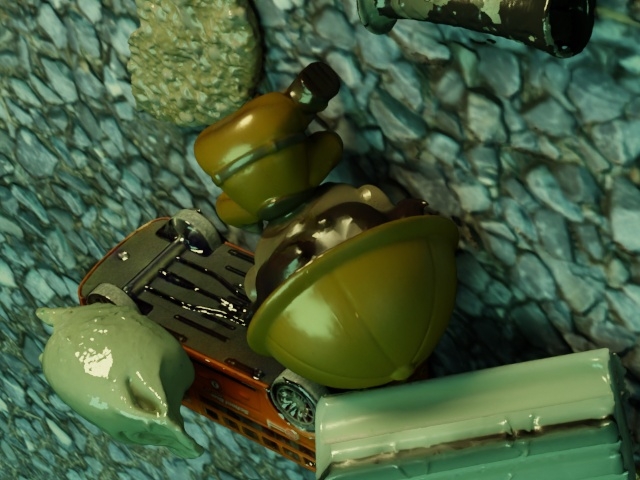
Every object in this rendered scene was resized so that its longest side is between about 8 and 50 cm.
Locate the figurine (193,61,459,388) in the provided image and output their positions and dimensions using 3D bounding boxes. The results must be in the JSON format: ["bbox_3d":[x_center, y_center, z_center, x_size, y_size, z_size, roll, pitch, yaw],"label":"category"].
[{"bbox_3d":[-0.002,0.002,1.317,0.192,0.167,0.257,-35,97,29],"label":"figurine"}]

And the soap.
[{"bbox_3d":[0.130,0.180,1.336,0.261,0.094,0.150,-11,133,11],"label":"soap"}]

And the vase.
[{"bbox_3d":[0.104,-0.163,1.127,0.167,0.059,0.059,14,136,39],"label":"vase"}]

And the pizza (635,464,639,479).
[{"bbox_3d":[0.262,0.202,1.399,0.083,0.016,0.037,16,139,41],"label":"pizza"}]

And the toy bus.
[{"bbox_3d":[-0.064,0.100,1.520,0.329,0.143,0.153,22,140,28],"label":"toy bus"}]

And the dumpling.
[{"bbox_3d":[-0.166,0.117,1.449,0.219,0.108,0.152,40,-170,36],"label":"dumpling"}]

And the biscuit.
[{"bbox_3d":[-0.107,-0.176,1.362,0.133,0.032,0.250,29,143,20],"label":"biscuit"}]
